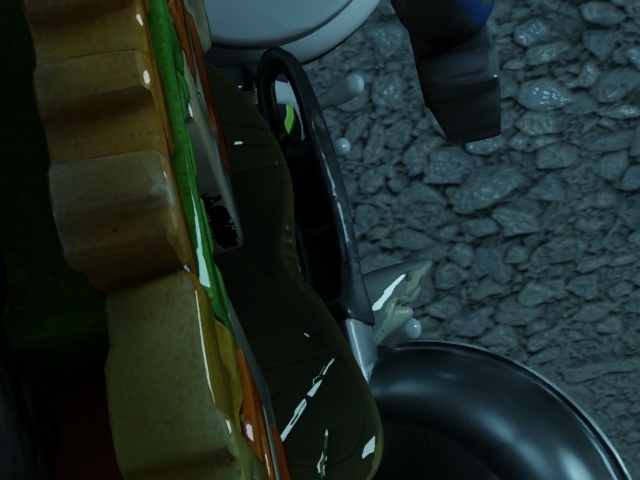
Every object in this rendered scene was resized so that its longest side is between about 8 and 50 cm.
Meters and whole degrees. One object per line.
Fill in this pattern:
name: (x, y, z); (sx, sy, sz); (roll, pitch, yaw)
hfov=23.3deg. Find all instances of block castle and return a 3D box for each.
block castle: (0.060, -0.036, 0.449); (0.213, 0.303, 0.453); (73, 3, -68)

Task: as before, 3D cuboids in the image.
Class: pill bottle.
pill bottle: (-0.035, -0.171, 0.836); (0.283, 0.161, 0.161); (-99, 177, -84)

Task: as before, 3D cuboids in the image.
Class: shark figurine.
shark figurine: (-0.027, 0.076, 1.084); (0.116, 0.166, 0.278); (52, 21, -4)

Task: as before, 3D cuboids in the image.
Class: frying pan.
frying pan: (0.042, 0.075, 0.638); (0.053, 0.197, 0.326); (11, 82, -64)

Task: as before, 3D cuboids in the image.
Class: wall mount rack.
wall mount rack: (0.000, 0.000, 1.373); (0.304, 0.130, 0.350); (72, 4, -84)

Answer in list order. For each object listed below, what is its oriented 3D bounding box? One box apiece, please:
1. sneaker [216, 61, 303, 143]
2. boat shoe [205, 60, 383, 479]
sneaker: (-0.040, -0.012, 0.801); (0.235, 0.084, 0.097); (75, 4, -71)
boat shoe: (-0.045, 0.021, 0.615); (0.224, 0.080, 0.073); (65, -34, 32)
